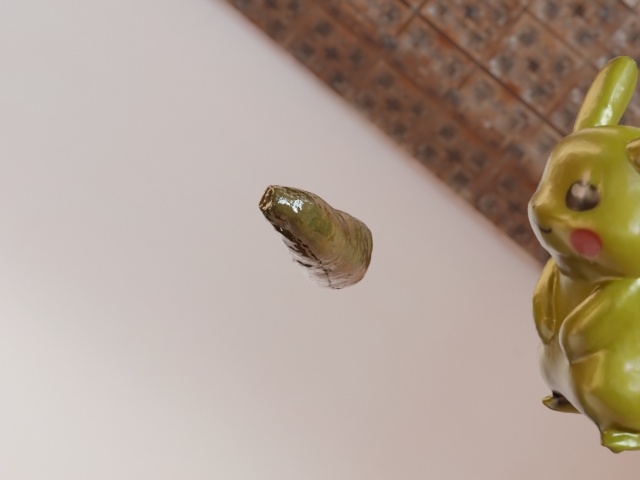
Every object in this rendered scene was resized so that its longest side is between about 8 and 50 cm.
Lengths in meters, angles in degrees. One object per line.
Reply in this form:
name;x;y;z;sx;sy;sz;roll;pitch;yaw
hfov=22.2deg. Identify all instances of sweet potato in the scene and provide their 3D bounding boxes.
sweet potato;0.000;0.000;1.451;0.075;0.075;0.273;-50;167;0

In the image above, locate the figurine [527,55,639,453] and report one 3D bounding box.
figurine;0.275;0.019;1.434;0.169;0.326;0.218;-12;-164;-17
